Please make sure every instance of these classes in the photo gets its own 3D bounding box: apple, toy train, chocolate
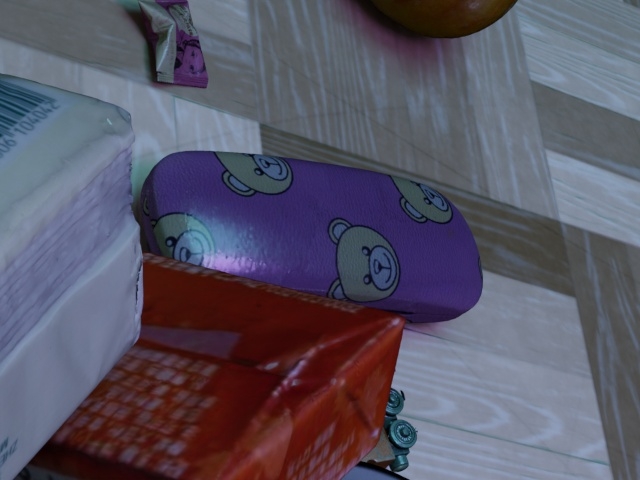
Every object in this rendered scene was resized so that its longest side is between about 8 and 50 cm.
[{"bbox_3d":[0.108,-0.272,1.694,0.182,0.155,0.182,20,60,-40],"label":"apple"},{"bbox_3d":[0.031,0.130,1.405,0.064,0.044,0.103,-6,64,-31],"label":"toy train"},{"bbox_3d":[-0.099,0.111,1.176,0.235,0.237,0.108,-40,134,-49],"label":"chocolate"}]

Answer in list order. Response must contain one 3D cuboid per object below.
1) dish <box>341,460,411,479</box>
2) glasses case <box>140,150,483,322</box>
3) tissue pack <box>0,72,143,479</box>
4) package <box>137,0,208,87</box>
[{"bbox_3d":[0.020,0.302,1.219,0.316,0.106,0.316,25,44,-27],"label":"dish"},{"bbox_3d":[0.000,0.000,1.448,0.316,0.076,0.123,6,57,-38],"label":"glasses case"},{"bbox_3d":[-0.307,0.048,0.981,0.297,0.207,0.380,20,39,18],"label":"tissue pack"},{"bbox_3d":[-0.121,-0.165,1.505,0.059,0.029,0.083,0,71,-49],"label":"package"}]
